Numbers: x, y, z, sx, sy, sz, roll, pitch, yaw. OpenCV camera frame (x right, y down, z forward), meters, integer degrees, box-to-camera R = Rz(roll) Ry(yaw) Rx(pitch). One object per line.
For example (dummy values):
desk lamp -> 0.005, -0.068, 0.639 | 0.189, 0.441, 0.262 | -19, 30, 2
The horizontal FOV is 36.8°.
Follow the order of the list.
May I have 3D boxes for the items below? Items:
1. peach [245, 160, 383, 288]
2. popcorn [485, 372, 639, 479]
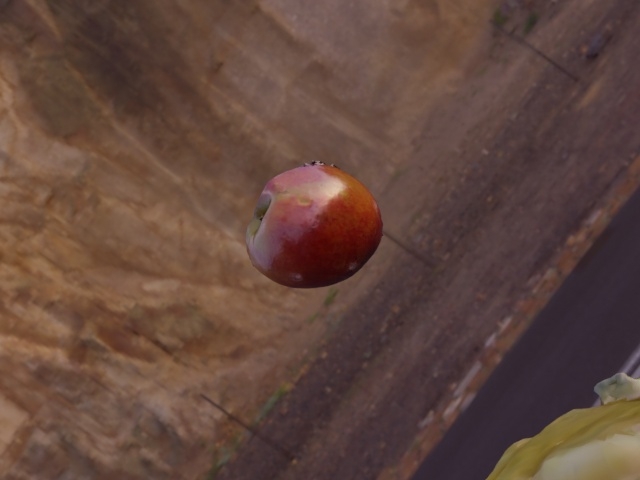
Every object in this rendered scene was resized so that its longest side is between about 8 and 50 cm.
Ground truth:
peach -> -0.001, 0.000, 0.650 | 0.098, 0.098, 0.061 | -54, 27, 19
popcorn -> 0.156, 0.172, 0.339 | 0.282, 0.282, 0.247 | -52, 18, 47
